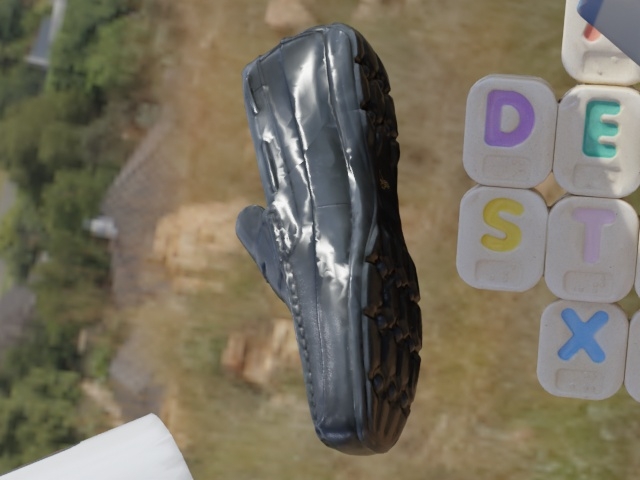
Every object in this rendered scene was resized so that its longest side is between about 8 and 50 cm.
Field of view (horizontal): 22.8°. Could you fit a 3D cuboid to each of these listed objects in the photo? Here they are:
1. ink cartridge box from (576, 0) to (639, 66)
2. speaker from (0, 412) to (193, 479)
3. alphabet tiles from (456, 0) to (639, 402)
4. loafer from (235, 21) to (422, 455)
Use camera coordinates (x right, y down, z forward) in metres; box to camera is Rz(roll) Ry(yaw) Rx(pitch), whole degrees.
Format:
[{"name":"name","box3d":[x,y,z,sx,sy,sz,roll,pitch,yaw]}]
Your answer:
[{"name":"ink cartridge box","box3d":[0.236,-0.168,0.529,0.307,0.129,0.223,-49,-6,5]},{"name":"speaker","box3d":[-0.102,0.102,0.483,0.055,0.136,0.055,56,158,36]},{"name":"alphabet tiles","box3d":[0.228,-0.024,0.987,0.021,0.284,0.278,-58,-27,-71]},{"name":"loafer","box3d":[0.000,0.000,0.764,0.078,0.076,0.223,-16,62,21]}]
